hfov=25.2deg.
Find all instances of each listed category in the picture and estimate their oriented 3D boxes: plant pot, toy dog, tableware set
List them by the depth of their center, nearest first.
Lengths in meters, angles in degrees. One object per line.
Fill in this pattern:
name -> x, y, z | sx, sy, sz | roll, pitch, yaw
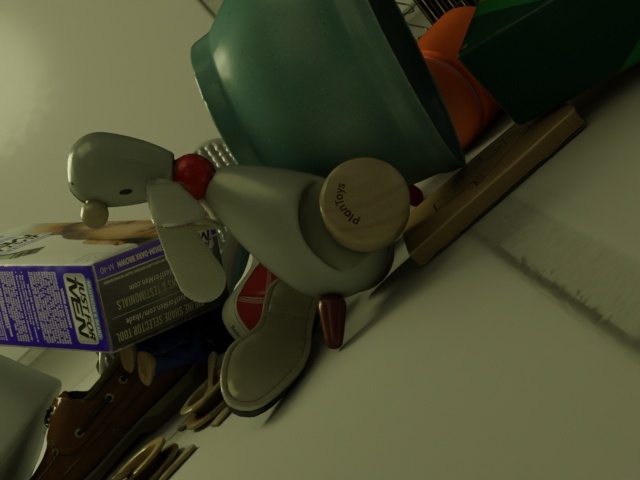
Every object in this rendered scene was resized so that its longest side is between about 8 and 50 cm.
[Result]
toy dog -> -0.074, 0.005, 1.334 | 0.333, 0.220, 0.161 | 3, 66, 24
plant pot -> -0.006, -0.163, 1.433 | 0.196, 0.293, 0.293 | -26, 12, 12
tableware set -> -0.149, 0.189, 1.453 | 0.194, 0.039, 0.128 | -46, 10, -24

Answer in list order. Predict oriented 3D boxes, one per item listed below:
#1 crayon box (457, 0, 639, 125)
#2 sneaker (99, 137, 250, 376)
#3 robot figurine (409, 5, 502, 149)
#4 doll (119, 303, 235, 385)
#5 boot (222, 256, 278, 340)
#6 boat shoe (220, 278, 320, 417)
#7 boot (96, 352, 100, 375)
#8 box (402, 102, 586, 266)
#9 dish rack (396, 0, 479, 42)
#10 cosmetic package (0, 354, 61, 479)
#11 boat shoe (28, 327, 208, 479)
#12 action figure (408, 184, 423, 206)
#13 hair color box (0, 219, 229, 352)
crayon box -> 0.313, -0.310, 1.360 | 0.313, 0.106, 0.363 | -29, 25, 38
sneaker -> -0.157, 0.061, 1.806 | 0.150, 0.135, 0.366 | 68, -137, -64
robot figurine -> 0.154, -0.183, 1.632 | 0.219, 0.158, 0.128 | -48, -30, -34
doll -> -0.123, 0.106, 1.588 | 0.189, 0.046, 0.129 | -22, 33, -33
boot -> 0.000, 0.000, 1.581 | 0.176, 0.088, 0.244 | -36, 19, 34
boat shoe -> -0.042, 0.113, 1.365 | 0.206, 0.075, 0.065 | -65, -19, -56
boot -> -0.253, 0.144, 2.063 | 0.137, 0.077, 0.198 | -38, 22, -1
box -> 0.160, -0.062, 1.375 | 0.201, 0.021, 0.164 | -42, 9, 7
dish rack -> 0.102, -0.218, 1.810 | 0.271, 0.208, 0.074 | -44, 21, -11
cosmetic package -> -0.461, 0.314, 1.571 | 0.453, 0.161, 0.230 | -61, -6, -66
boat shoe -> -0.269, 0.213, 1.646 | 0.307, 0.104, 0.110 | -44, 10, -8
action figure -> 0.043, -0.073, 1.674 | 0.091, 0.139, 0.280 | -40, 38, 1
hair color box -> -0.290, 0.047, 1.642 | 0.338, 0.110, 0.185 | 1, 16, 41
